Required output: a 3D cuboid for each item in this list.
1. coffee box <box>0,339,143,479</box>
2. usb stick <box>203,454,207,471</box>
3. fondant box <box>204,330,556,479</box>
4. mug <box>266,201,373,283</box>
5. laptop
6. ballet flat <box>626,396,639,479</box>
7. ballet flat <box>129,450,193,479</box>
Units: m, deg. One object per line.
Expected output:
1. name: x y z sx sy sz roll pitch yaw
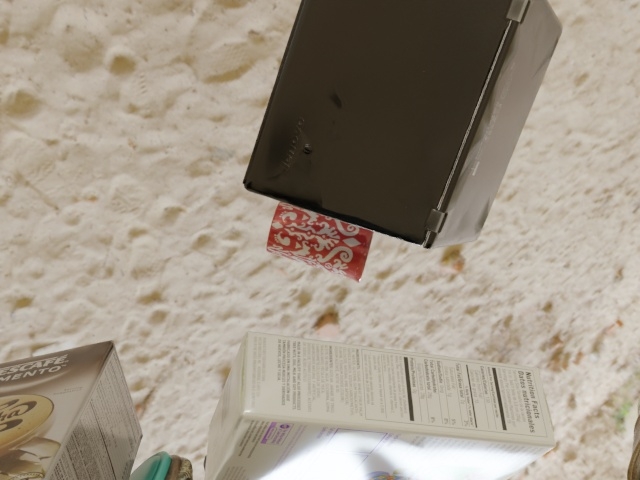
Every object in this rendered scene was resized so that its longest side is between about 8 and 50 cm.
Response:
1. coffee box: -0.263 0.205 0.572 0.168 0.297 0.118 -13 105 -3
2. usb stick: -0.160 0.447 1.471 0.045 0.077 0.278 -1 150 -48
3. fondant box: 0.051 0.218 0.780 0.331 0.096 0.238 10 141 -13
4. mug: -0.002 0.007 1.203 0.169 0.113 0.150 15 150 1
5. laptop: 0.145 -0.207 1.020 0.408 0.236 0.381 -5 118 -62
6. ballet flat: 0.463 0.184 0.835 0.342 0.116 0.124 -44 -172 -13
7. ballet flat: -0.209 0.380 0.528 0.164 0.182 0.483 -39 -176 32
